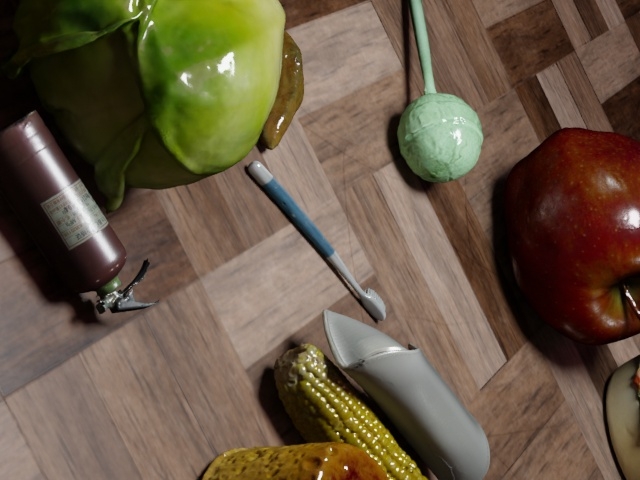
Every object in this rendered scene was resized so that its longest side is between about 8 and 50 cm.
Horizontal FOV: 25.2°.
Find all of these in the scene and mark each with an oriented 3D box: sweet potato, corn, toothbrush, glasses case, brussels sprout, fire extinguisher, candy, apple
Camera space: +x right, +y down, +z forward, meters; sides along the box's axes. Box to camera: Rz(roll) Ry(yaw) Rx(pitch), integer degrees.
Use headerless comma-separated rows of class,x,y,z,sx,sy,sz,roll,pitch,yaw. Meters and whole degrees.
sweet potato,-0.047,-0.185,1.785,0.054,0.053,0.182,89,4,-59
corn,0.054,0.251,1.618,0.319,0.097,0.097,54,35,-16
toothbrush,0.000,0.000,1.764,0.275,0.019,0.025,49,31,-25
glasses case,0.107,0.179,1.679,0.308,0.083,0.128,52,1,-43
brussels sprout,-0.175,-0.178,1.441,0.294,0.227,0.259,-26,96,-41
fire extinguisher,-0.235,-0.019,1.388,0.231,0.071,0.099,57,40,-14
candy,0.152,-0.268,2.093,0.119,0.119,0.439,33,38,-41
apple,0.412,-0.008,2.130,0.288,0.288,0.316,34,32,-40

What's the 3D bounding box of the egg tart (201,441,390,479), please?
egg tart,-0.017,0.291,1.442,0.203,0.147,0.202,30,49,-40

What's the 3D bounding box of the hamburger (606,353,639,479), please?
hamburger,0.580,0.299,2.265,0.302,0.170,0.302,32,47,-42
